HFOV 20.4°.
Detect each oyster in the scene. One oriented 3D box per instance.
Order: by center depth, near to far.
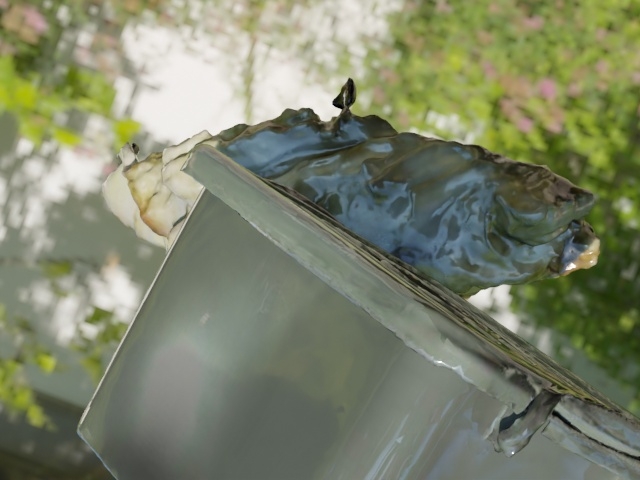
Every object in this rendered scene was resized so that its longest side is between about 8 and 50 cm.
[{"bbox_3d":[-0.003,0.001,0.995,0.201,0.107,0.354,30,156,-27],"label":"oyster"}]

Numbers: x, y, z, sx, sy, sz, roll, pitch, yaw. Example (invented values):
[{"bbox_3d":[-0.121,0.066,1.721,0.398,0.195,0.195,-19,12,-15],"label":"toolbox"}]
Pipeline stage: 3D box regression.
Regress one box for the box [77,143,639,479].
[{"bbox_3d":[0.014,0.076,0.704,0.163,0.135,0.243,30,-177,-35],"label":"box"}]
